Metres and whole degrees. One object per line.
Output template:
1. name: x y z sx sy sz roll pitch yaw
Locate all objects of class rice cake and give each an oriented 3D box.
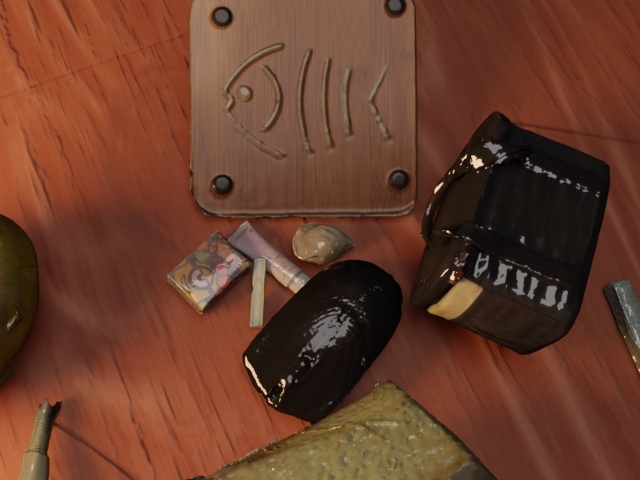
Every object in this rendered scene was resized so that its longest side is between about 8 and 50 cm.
1. rice cake: 0.392 0.127 1.055 0.033 0.029 0.170 -13 72 -18

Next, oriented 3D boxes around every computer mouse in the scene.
1. computer mouse: 0.012 0.105 0.993 0.122 0.073 0.217 40 71 8

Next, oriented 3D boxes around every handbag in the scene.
1. handbag: 0.209 -0.009 1.006 0.181 0.181 0.254 25 67 -5

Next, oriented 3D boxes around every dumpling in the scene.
1. dumpling: -0.001 -0.001 1.050 0.077 0.043 0.059 -28 53 -13

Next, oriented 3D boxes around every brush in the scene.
1. brush: -0.073 0.061 1.024 0.016 0.013 0.083 2 79 0

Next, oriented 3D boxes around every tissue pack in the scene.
1. tissue pack: -0.130 0.038 1.021 0.063 0.035 0.083 44 69 10

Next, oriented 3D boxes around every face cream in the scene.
1. face cream: -0.061 0.023 1.043 0.115 0.020 0.038 39 74 11

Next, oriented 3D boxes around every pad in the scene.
1. pad: -0.019 -0.170 1.070 0.284 0.018 0.286 -1 89 -7

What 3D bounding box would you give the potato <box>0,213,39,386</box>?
1. potato: -0.400 0.080 0.911 0.197 0.148 0.228 -4 68 5

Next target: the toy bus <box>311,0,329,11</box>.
1. toy bus: -0.012 -0.424 1.174 0.138 0.112 0.317 12 67 2

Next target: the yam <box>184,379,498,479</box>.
1. yam: 0.029 0.268 0.869 0.271 0.201 0.202 -33 56 -13

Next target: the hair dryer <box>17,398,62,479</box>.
1. hair dryer: -0.258 0.305 0.854 0.229 0.092 0.267 17 65 25
